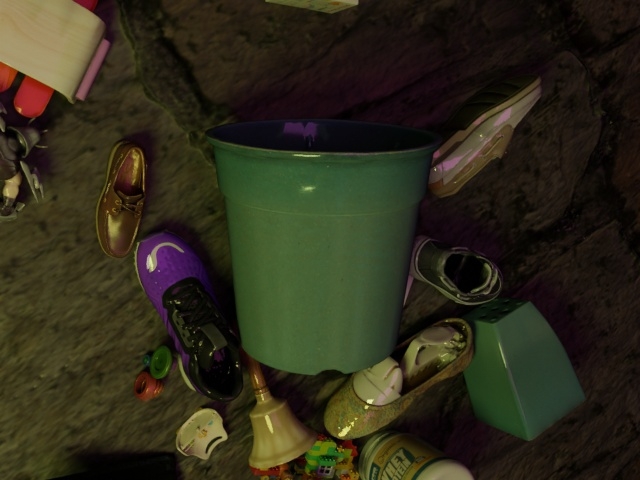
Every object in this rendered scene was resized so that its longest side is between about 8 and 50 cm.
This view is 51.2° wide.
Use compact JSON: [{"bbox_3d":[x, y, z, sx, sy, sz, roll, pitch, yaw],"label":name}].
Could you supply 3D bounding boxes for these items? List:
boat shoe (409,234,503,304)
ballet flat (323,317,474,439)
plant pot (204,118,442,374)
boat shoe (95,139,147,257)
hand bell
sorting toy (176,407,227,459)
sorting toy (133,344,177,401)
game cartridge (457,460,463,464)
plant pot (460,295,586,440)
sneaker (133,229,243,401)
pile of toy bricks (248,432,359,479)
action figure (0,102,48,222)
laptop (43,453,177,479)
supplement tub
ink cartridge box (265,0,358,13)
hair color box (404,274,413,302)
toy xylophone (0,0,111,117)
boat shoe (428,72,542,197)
[{"bbox_3d":[0.283,0.065,1.263,0.301,0.102,0.108,25,84,-45],"label":"boat shoe"},{"bbox_3d":[0.151,0.239,1.232,0.349,0.123,0.123,-23,108,-28],"label":"ballet flat"},{"bbox_3d":[0.000,0.000,1.017,0.341,0.341,0.333,-8,110,-28],"label":"plant pot"},{"bbox_3d":[-0.290,-0.060,0.981,0.064,0.060,0.177,7,95,-29],"label":"boat shoe"},{"bbox_3d":[-0.103,0.243,1.124,0.126,0.126,0.241,-23,96,-24],"label":"hand bell"},{"bbox_3d":[-0.192,0.326,1.110,0.083,0.045,0.075,-44,123,-16],"label":"sorting toy"},{"bbox_3d":[-0.251,0.207,1.047,0.042,0.061,0.102,24,114,-43],"label":"sorting toy"},{"bbox_3d":[0.182,0.589,1.351,0.295,0.060,0.195,-15,109,-26],"label":"game cartridge"},{"bbox_3d":[0.388,0.241,1.347,0.166,0.166,0.234,-27,103,-23],"label":"plant pot"},{"bbox_3d":[-0.184,0.122,1.019,0.102,0.146,0.293,-28,111,-22],"label":"sneaker"},{"bbox_3d":[-0.006,0.386,1.171,0.212,0.118,0.105,13,99,-30],"label":"pile of toy bricks"},{"bbox_3d":[-0.486,-0.087,0.854,0.285,0.099,0.185,-32,105,-25],"label":"action figure"},{"bbox_3d":[-0.342,0.484,1.023,0.234,0.137,0.264,7,70,-51],"label":"laptop"},{"bbox_3d":[0.173,0.443,1.233,0.145,0.200,0.144,-3,97,-28],"label":"supplement tub"},{"bbox_3d":[-0.003,-0.421,1.062,0.143,0.092,0.089,0,98,-28],"label":"ink cartridge box"},{"bbox_3d":[0.112,0.090,1.230,0.093,0.053,0.167,20,86,-30],"label":"hair color box"},{"bbox_3d":[-0.414,-0.321,0.859,0.323,0.081,0.236,35,81,-28],"label":"toy xylophone"},{"bbox_3d":[0.303,-0.200,1.262,0.302,0.113,0.103,-37,115,-7],"label":"boat shoe"}]
